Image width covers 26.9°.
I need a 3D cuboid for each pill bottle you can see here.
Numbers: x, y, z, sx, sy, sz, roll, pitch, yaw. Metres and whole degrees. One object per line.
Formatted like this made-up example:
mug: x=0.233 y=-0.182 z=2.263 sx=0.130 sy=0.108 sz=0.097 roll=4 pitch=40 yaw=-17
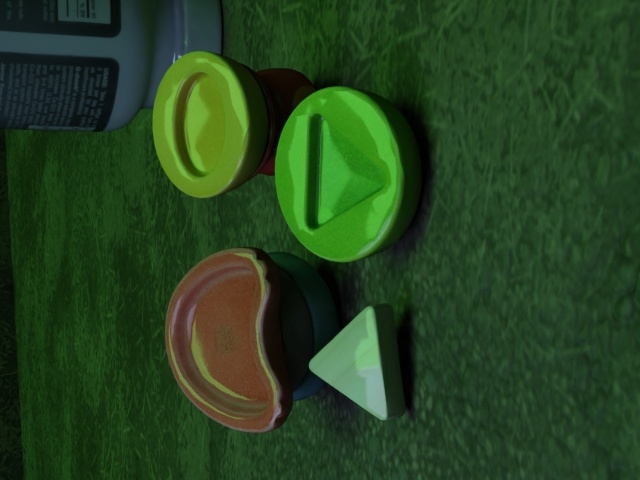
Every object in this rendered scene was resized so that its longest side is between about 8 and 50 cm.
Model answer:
pill bottle: x=-0.304 y=-0.225 z=1.472 sx=0.210 sy=0.362 sz=0.210 roll=-179 pitch=90 yaw=-69

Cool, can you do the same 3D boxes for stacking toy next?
stacking toy: x=0.000 y=0.000 z=1.096 sx=0.279 sy=0.130 sz=0.309 roll=6 pitch=99 yaw=43
